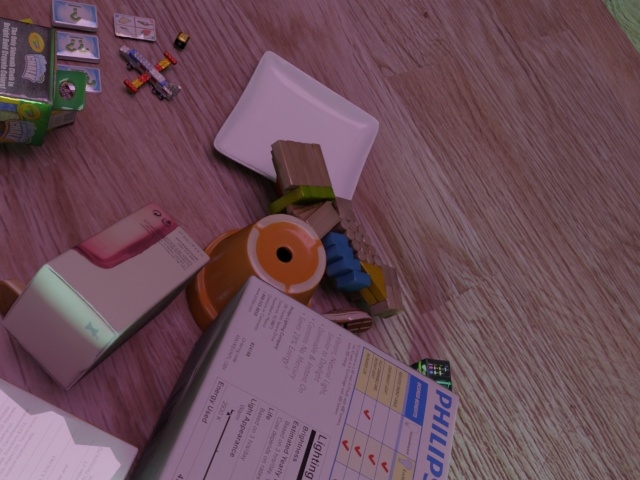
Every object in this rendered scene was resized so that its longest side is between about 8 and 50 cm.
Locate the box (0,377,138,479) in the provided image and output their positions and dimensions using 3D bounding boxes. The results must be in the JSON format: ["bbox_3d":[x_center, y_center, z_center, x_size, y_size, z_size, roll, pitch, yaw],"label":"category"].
[{"bbox_3d":[-0.420,0.254,0.771,0.345,0.215,0.168,32,55,-11],"label":"box"}]

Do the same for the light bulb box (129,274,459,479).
[{"bbox_3d":[-0.039,0.309,0.907,0.361,0.225,0.358,32,45,-11],"label":"light bulb box"}]

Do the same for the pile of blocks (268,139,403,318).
[{"bbox_3d":[0.000,0.000,1.164,0.362,0.112,0.149,58,38,-5],"label":"pile of blocks"}]

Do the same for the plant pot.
[{"bbox_3d":[-0.087,0.054,1.061,0.205,0.188,0.205,12,61,-22],"label":"plant pot"}]

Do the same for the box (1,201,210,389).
[{"bbox_3d":[-0.287,0.068,0.927,0.127,0.148,0.232,46,31,-1],"label":"box"}]

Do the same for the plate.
[{"bbox_3d":[-0.041,-0.199,1.300,0.278,0.045,0.277,30,55,-12],"label":"plate"}]

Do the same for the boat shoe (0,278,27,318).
[{"bbox_3d":[-0.388,0.115,0.958,0.170,0.063,0.059,46,31,0],"label":"boat shoe"}]

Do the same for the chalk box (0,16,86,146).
[{"bbox_3d":[-0.450,-0.227,0.963,0.212,0.132,0.133,6,67,-29],"label":"chalk box"}]

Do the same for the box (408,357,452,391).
[{"bbox_3d":[0.195,0.257,1.187,0.052,0.062,0.083,10,61,-22],"label":"box"}]

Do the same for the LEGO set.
[{"bbox_3d":[-0.348,-0.345,1.204,0.244,0.060,0.183,1,70,-28],"label":"LEGO set"}]

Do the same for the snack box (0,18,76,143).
[{"bbox_3d":[-0.518,-0.242,1.053,0.207,0.070,0.175,-27,82,-33],"label":"snack box"}]

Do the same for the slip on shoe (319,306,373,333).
[{"bbox_3d":[0.025,0.140,1.170,0.135,0.052,0.041,-6,35,-23],"label":"slip on shoe"}]
